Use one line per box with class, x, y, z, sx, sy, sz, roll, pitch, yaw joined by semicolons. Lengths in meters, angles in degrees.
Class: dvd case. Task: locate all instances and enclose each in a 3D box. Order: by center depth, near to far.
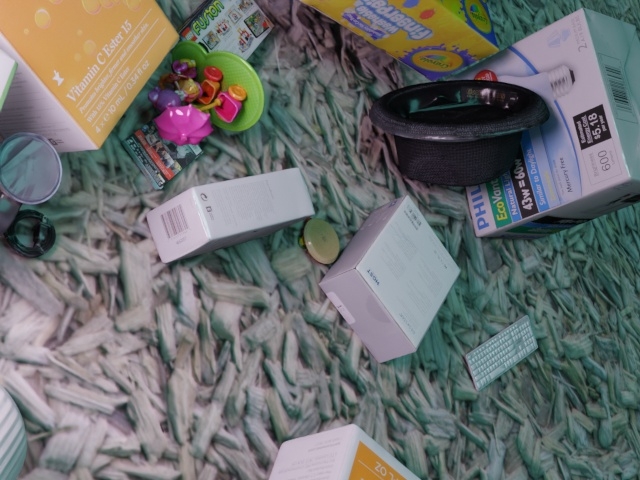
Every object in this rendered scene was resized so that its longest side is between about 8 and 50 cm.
dvd case;-0.233;-0.138;1.467;0.087;0.013;0.119;55;42;-13

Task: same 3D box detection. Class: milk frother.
milk frother;-0.357;-0.050;1.195;0.143;0.135;0.129;12;77;-41

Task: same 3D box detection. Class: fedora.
fedora;0.260;-0.192;1.864;0.334;0.334;0.152;-38;133;-49

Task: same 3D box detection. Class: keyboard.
keyboard;0.357;0.216;1.930;0.256;0.014;0.072;-21;88;-49

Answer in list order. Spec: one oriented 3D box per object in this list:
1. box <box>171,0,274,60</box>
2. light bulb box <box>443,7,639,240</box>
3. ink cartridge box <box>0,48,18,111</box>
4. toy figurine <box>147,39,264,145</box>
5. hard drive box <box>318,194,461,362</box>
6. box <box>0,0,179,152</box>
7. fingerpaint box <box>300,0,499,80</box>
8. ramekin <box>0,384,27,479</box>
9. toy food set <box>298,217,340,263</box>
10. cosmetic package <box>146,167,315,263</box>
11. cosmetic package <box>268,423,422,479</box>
box;-0.161;-0.338;1.622;0.114;0.036;0.207;49;43;-19
light bulb box;0.476;-0.218;1.999;0.225;0.361;0.357;3;70;-45
ink cartridge box;-0.445;-0.119;1.075;0.093;0.219;0.160;35;50;-36
toy figurine;-0.193;-0.208;1.460;0.173;0.130;0.159;40;39;4
hard drive box;0.125;0.063;1.697;0.181;0.089;0.232;54;41;-14
box;-0.365;-0.299;1.190;0.345;0.168;0.215;54;51;-38
fingerpaint box;0.124;-0.539;1.779;0.445;0.163;0.371;17;57;-52
ramekin;-0.396;0.204;0.991;0.207;0.207;0.109;52;32;-16
toy food set;0.000;0.000;1.645;0.082;0.020;0.083;49;44;-18
cosmetic package;-0.128;-0.039;1.455;0.231;0.117;0.085;-14;83;-48
cosmetic package;0.007;0.501;1.307;0.230;0.162;0.453;42;46;-25
